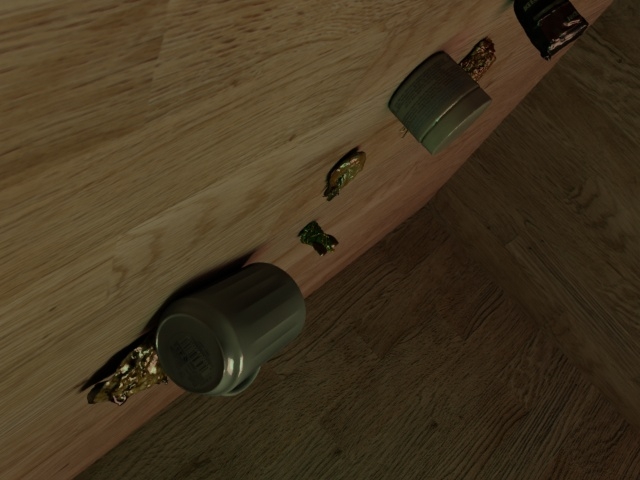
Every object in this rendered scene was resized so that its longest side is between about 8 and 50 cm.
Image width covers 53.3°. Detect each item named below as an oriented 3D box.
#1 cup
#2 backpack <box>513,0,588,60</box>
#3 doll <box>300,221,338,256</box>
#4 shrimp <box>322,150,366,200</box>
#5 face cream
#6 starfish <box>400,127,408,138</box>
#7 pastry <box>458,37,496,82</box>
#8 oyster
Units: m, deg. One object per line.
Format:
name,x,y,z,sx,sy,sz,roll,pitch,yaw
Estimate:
cup,-0.219,0.245,1.540,0.327,0.237,0.322,-31,133,-58
backpack,0.506,-0.502,1.422,0.120,0.165,0.106,-39,179,6
doll,-0.003,-0.009,1.839,0.078,0.113,0.076,-36,133,-31
shrimp,0.052,-0.154,1.561,0.099,0.041,0.180,-32,168,-43
face cream,0.261,-0.301,1.403,0.177,0.153,0.177,-40,172,-6
starfish,0.248,-0.313,1.730,0.092,0.016,0.086,-53,166,28
pastry,0.381,-0.425,1.602,0.169,0.063,0.087,-46,168,32
oyster,-0.386,0.281,1.579,0.396,0.111,0.204,-26,159,-48
